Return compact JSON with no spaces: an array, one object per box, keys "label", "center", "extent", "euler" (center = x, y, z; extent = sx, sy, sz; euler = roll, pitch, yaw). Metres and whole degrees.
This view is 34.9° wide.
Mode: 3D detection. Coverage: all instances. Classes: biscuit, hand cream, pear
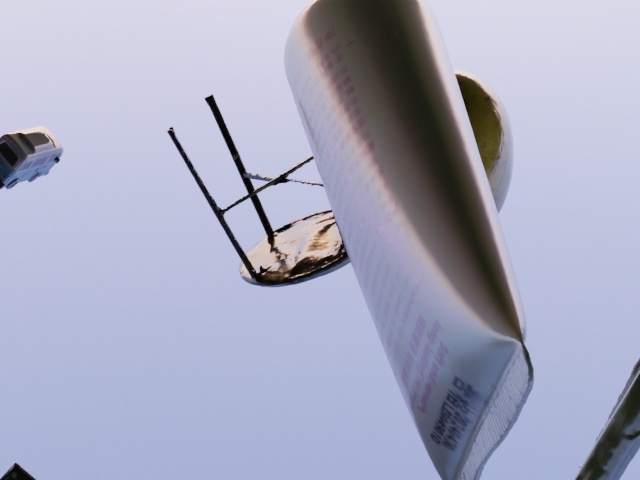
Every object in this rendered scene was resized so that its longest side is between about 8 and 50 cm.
[{"label":"biscuit","center":[0.257,0.051,0.700],"extent":[0.038,0.323,0.099],"euler":[31,-154,16]},{"label":"hand cream","center":[0.063,-0.021,0.665],"extent":[0.117,0.186,0.359],"euler":[-5,-126,-13]},{"label":"pear","center":[0.176,-0.138,1.607],"extent":[0.280,0.281,0.281],"euler":[2,-128,-2]}]

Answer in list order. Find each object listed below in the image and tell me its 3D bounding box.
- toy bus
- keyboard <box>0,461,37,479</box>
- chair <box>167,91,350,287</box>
[{"label":"toy bus","center":[-0.416,-0.122,1.432],"extent":[0.060,0.075,0.123],"euler":[50,-159,1]},{"label":"keyboard","center":[-0.325,0.365,1.268],"extent":[0.202,0.011,0.067],"euler":[43,-98,-9]},{"label":"chair","center":[0.000,0.000,0.976],"extent":[0.170,0.326,0.160],"euler":[-17,-159,17]}]
